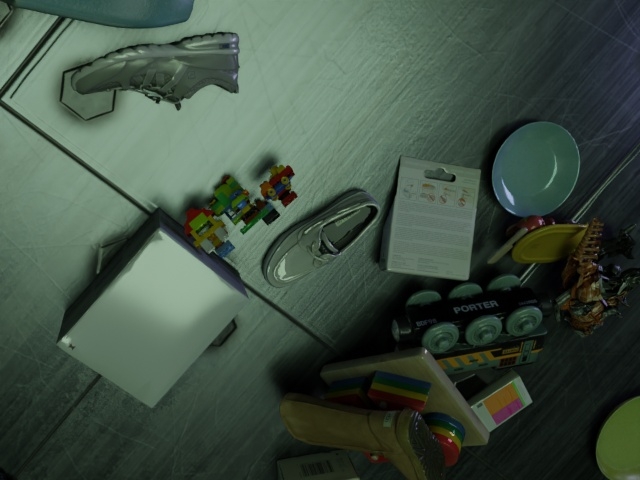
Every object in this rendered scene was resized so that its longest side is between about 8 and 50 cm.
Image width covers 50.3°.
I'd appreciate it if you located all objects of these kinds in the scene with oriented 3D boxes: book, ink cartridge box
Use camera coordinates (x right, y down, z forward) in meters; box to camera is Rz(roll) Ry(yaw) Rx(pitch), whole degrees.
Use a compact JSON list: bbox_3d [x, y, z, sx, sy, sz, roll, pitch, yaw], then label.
[{"bbox_3d":[0.393,0.366,1.517,0.144,0.035,0.096,-33,115,-3],"label":"book"},{"bbox_3d":[0.217,-0.040,1.350,0.180,0.056,0.225,8,86,-16],"label":"ink cartridge box"}]

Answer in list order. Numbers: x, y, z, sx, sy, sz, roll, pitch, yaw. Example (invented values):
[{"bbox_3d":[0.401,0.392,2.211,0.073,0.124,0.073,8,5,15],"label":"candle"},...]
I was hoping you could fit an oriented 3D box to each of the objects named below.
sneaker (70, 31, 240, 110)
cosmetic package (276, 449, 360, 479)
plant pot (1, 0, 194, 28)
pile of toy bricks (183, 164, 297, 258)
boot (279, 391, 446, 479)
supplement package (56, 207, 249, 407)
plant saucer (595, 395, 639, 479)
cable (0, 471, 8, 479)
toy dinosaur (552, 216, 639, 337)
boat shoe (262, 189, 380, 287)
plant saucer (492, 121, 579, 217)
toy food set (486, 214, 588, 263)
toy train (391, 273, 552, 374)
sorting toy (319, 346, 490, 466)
[{"bbox_3d":[-0.261,-0.265,1.116,0.281,0.105,0.115,-13,109,-11],"label":"sneaker"},{"bbox_3d":[-0.004,0.615,1.446,0.160,0.113,0.310,-6,107,-13],"label":"cosmetic package"},{"bbox_3d":[-0.308,-0.433,0.990,0.252,0.247,0.247,8,105,-35],"label":"plant pot"},{"bbox_3d":[-0.147,-0.070,1.214,0.212,0.118,0.105,-41,73,-5],"label":"pile of toy bricks"},{"bbox_3d":[0.084,0.380,1.286,0.089,0.269,0.236,-54,131,-43],"label":"boot"},{"bbox_3d":[-0.292,0.117,1.202,0.204,0.145,0.262,41,93,-21],"label":"supplement package"},{"bbox_3d":[0.760,0.471,1.641,0.240,0.037,0.241,-4,107,-13],"label":"plant saucer"},{"bbox_3d":[-0.630,0.518,1.294,0.150,0.047,0.184,-40,109,-6],"label":"cable"},{"bbox_3d":[0.576,0.081,1.394,0.218,0.164,0.322,-24,154,-1],"label":"toy dinosaur"},{"bbox_3d":[0.000,0.000,1.275,0.258,0.084,0.095,-43,112,1],"label":"boat shoe"},{"bbox_3d":[0.425,-0.143,1.368,0.194,0.037,0.195,-4,107,-13],"label":"plant saucer"},{"bbox_3d":[0.443,-0.016,1.385,0.217,0.071,0.128,0,144,-25],"label":"toy food set"},{"bbox_3d":[0.303,0.187,1.379,0.333,0.142,0.190,-10,129,-10],"label":"toy train"},{"bbox_3d":[0.153,0.345,1.335,0.255,0.089,0.257,-19,118,39],"label":"sorting toy"}]
